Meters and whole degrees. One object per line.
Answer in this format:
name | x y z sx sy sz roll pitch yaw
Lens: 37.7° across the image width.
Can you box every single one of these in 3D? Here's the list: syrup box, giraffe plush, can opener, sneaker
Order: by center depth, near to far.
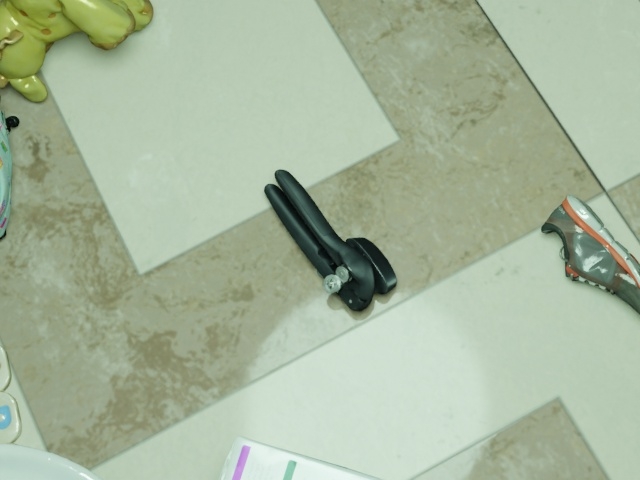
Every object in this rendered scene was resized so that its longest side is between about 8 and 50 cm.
syrup box | 0.019 0.269 0.906 0.236 0.093 0.096 17 75 9
sneaker | 0.296 0.028 0.994 0.065 0.061 0.158 -42 72 19
can opener | 0.000 0.000 1.020 0.186 0.073 0.059 46 119 18
giraffe plush | -0.323 -0.254 1.072 0.170 0.210 0.181 -41 85 25

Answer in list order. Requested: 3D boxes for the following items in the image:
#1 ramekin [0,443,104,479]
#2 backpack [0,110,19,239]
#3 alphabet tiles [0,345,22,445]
ramekin | -0.284 0.329 0.818 0.277 0.277 0.135 43 119 15
backpack | -0.412 -0.078 1.033 0.151 0.115 0.182 -13 75 -3
alphabet tiles | -0.454 0.226 0.989 0.277 0.021 0.284 -17 72 -2
